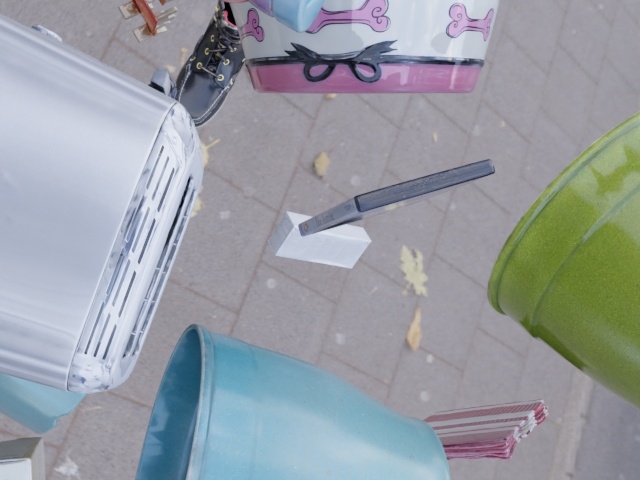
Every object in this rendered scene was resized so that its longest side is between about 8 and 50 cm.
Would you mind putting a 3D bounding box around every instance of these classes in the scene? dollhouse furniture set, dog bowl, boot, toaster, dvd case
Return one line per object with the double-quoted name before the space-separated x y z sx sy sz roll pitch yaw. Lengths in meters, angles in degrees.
"dollhouse furniture set" -0.490 -0.660 1.897 0.135 0.262 0.259 -31 93 -21
"dog bowl" 0.065 -0.299 1.126 0.408 0.408 0.150 -9 103 -36
"boot" -0.232 -0.464 1.760 0.138 0.284 0.377 32 72 -9
"toaster" -0.161 -0.006 0.425 0.147 0.129 0.226 19 80 -3
"dvd case" 0.086 -0.051 0.950 0.181 0.253 0.022 -17 89 -17

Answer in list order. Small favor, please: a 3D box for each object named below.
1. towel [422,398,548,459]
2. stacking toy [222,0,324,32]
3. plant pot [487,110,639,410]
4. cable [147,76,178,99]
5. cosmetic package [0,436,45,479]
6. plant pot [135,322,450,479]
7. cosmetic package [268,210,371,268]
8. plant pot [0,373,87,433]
"towel" 0.257 0.339 1.303 0.329 0.237 0.037 0 78 -62
"stacking toy" 0.018 -0.345 0.620 0.131 0.279 0.308 23 79 3
"plant pot" 0.464 0.080 0.907 0.367 0.353 0.366 -27 146 -20
"cable" -0.384 -0.310 1.733 0.047 0.185 0.150 4 93 -34
"cosmetic package" -0.474 0.389 1.093 0.113 0.309 0.160 -2 83 -17
"plant pot" -0.030 0.239 0.694 0.255 0.272 0.271 16 77 -17
"cosmetic package" 0.000 0.000 1.797 0.239 0.099 0.060 12 37 -37
"plant pot" -0.661 0.224 1.611 0.334 0.341 0.341 43 64 -18
